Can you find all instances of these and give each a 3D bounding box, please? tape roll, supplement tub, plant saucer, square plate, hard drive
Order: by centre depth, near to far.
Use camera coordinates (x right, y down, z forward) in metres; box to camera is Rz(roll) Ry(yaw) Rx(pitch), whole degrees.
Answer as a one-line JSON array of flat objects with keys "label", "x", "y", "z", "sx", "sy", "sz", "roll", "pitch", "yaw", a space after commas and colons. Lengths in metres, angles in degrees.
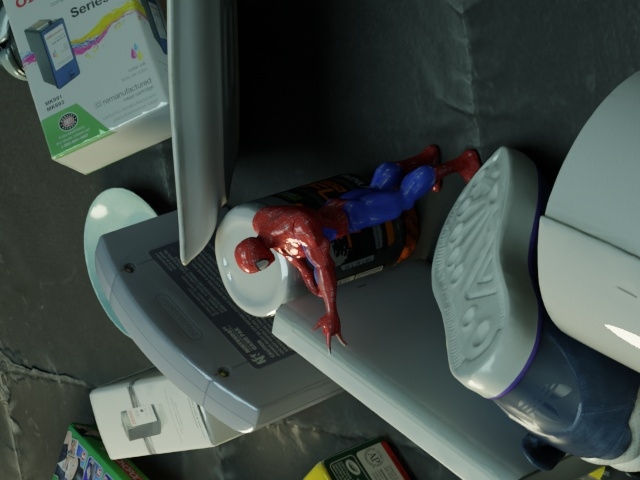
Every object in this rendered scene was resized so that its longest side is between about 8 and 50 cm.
[{"label": "tape roll", "x": 0.309, "y": -0.001, "z": 1.345, "sx": 0.169, "sy": 0.246, "sz": 0.246, "roll": 28, "pitch": 124, "yaw": 40}, {"label": "hard drive", "x": 0.130, "y": 0.124, "z": 1.629, "sx": 0.307, "sy": 0.203, "sz": 0.040, "roll": 34, "pitch": 127, "yaw": 37}, {"label": "supplement tub", "x": 0.000, "y": 0.000, "z": 1.745, "sx": 0.117, "sy": 0.190, "sz": 0.117, "roll": 21, "pitch": 120, "yaw": 43}, {"label": "square plate", "x": -0.115, "y": -0.193, "z": 1.782, "sx": 0.344, "sy": 0.049, "sz": 0.347, "roll": -86, "pitch": -4, "yaw": -70}, {"label": "plant saucer", "x": -0.216, "y": 0.027, "z": 2.128, "sx": 0.195, "sy": 0.037, "sz": 0.195, "roll": 22, "pitch": 120, "yaw": 44}]

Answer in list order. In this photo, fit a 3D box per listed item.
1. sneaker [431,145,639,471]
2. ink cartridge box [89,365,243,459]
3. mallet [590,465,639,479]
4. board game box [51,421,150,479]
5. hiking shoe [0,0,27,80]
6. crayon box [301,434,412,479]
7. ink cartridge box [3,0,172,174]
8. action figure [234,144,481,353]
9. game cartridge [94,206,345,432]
[{"label": "sneaker", "x": 0.230, "y": 0.072, "z": 1.559, "sx": 0.236, "sy": 0.322, "sz": 0.130, "roll": 29, "pitch": 121, "yaw": -16}, {"label": "ink cartridge box", "x": -0.136, "y": 0.178, "z": 1.996, "sx": 0.218, "sy": 0.159, "sz": 0.092, "roll": -13, "pitch": 95, "yaw": 51}, {"label": "mallet", "x": 0.212, "y": 0.203, "z": 1.627, "sx": 0.190, "sy": 0.039, "sz": 0.062, "roll": 17, "pitch": 131, "yaw": 6}, {"label": "board game box", "x": -0.309, "y": 0.424, "z": 2.269, "sx": 0.213, "sy": 0.046, "sz": 0.317, "roll": 34, "pitch": 108, "yaw": 51}, {"label": "hiking shoe", "x": -0.332, "y": -0.341, "z": 2.091, "sx": 0.132, "sy": 0.113, "sz": 0.304, "roll": 2, "pitch": 112, "yaw": 34}, {"label": "crayon box", "x": 0.061, "y": 0.447, "z": 1.910, "sx": 0.363, "sy": 0.106, "sz": 0.313, "roll": 57, "pitch": 139, "yaw": 19}, {"label": "ink cartridge box", "x": -0.247, "y": -0.205, "z": 1.963, "sx": 0.154, "sy": 0.093, "sz": 0.212, "roll": -23, "pitch": 73, "yaw": 15}, {"label": "action figure", "x": 0.035, "y": 0.009, "z": 1.637, "sx": 0.091, "sy": 0.280, "sz": 0.139, "roll": 7, "pitch": 110, "yaw": 48}, {"label": "game cartridge", "x": -0.105, "y": 0.080, "z": 1.895, "sx": 0.294, "sy": 0.196, "sz": 0.060, "roll": 45, "pitch": 133, "yaw": 30}]
